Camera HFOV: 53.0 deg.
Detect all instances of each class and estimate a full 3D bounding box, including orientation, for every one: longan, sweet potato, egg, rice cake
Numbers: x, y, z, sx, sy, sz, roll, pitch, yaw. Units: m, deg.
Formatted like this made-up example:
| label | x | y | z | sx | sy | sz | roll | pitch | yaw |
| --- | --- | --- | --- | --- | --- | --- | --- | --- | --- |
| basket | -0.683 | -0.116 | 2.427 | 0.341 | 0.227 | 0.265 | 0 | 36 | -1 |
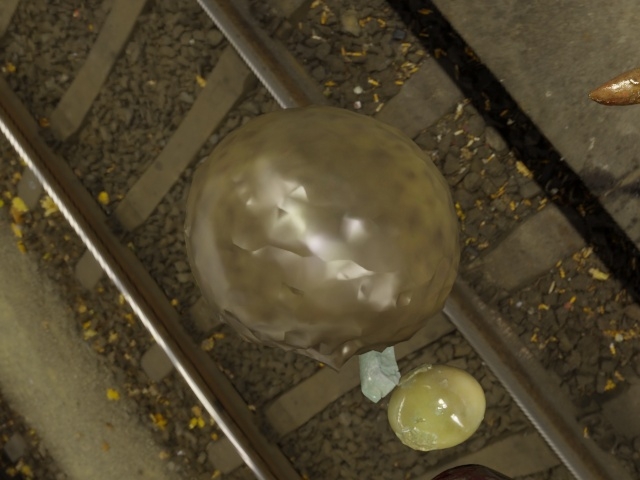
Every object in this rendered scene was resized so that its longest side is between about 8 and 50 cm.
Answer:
| label | x | y | z | sx | sy | sz | roll | pitch | yaw |
| --- | --- | --- | --- | --- | --- | --- | --- | --- | --- |
| longan | 0.000 | 0.000 | 0.916 | 0.390 | 0.391 | 0.392 | 13 | 116 | 30 |
| sweet potato | 0.371 | -0.139 | 0.606 | 0.078 | 0.255 | 0.058 | -45 | 48 | 53 |
| egg | 0.224 | 0.325 | 1.247 | 0.201 | 0.164 | 0.164 | -29 | 91 | 29 |
| rice cake | 0.108 | 0.209 | 1.244 | 0.063 | 0.207 | 0.069 | 20 | 130 | -20 |

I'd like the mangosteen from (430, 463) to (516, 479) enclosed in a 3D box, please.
| label | x | y | z | sx | sy | sz | roll | pitch | yaw |
| --- | --- | --- | --- | --- | --- | --- | --- | --- | --- |
| mangosteen | 0.241 | 0.375 | 0.772 | 0.289 | 0.231 | 0.232 | -23 | 96 | 1 |
